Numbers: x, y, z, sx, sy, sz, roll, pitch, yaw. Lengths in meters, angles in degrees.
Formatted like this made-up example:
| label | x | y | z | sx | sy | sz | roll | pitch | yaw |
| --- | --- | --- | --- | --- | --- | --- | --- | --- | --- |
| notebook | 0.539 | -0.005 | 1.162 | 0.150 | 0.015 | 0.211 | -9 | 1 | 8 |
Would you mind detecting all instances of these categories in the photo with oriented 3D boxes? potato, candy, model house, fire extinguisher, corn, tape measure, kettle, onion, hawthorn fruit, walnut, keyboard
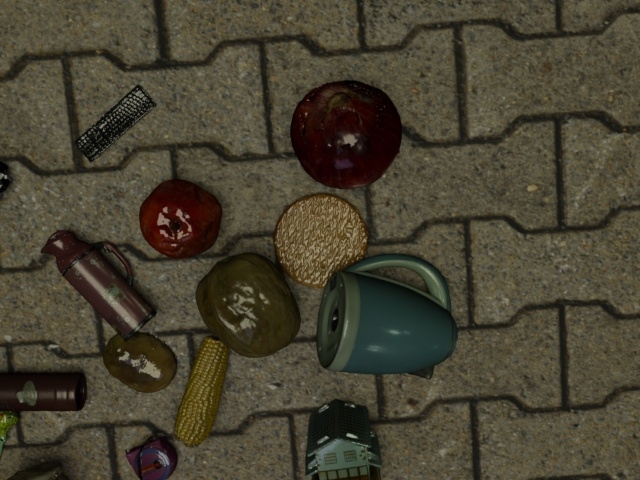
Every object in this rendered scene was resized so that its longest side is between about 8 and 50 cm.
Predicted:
| label | x | y | z | sx | sy | sz | roll | pitch | yaw |
| --- | --- | --- | --- | --- | --- | --- | --- | --- | --- |
| potato | -0.482 | 0.327 | 1.916 | 0.200 | 0.081 | 0.164 | 27 | 97 | -6 |
| candy | -0.871 | 0.542 | 1.971 | 0.062 | 0.058 | 0.194 | 6 | 112 | -33 |
| model house | 0.059 | 0.559 | 1.883 | 0.198 | 0.224 | 0.215 | -6 | 103 | 3 |
| fire extinguisher | -0.807 | 0.411 | 1.900 | 0.344 | 0.138 | 0.102 | 0 | 120 | -1 |
| corn | -0.309 | 0.400 | 1.915 | 0.106 | 0.106 | 0.305 | 18 | 96 | -3 |
| tape measure | -0.453 | 0.596 | 1.961 | 0.118 | 0.074 | 0.125 | -24 | 93 | 9 |
| kettle | 0.189 | 0.186 | 1.831 | 0.342 | 0.247 | 0.319 | 9 | 76 | -14 |
| onion | 0.061 | -0.257 | 1.746 | 0.276 | 0.276 | 0.276 | 0 | 99 | 0 |
| hawthorn fruit | -0.352 | -0.045 | 1.774 | 0.207 | 0.243 | 0.207 | 0 | 100 | -2 |
| walnut | -0.179 | 0.166 | 1.811 | 0.227 | 0.283 | 0.283 | -33 | 99 | 34 |
| keyboard | -0.528 | -0.299 | 1.844 | 0.231 | 0.023 | 0.072 | -40 | 95 | 6 |

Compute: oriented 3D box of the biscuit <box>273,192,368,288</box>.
| label | x | y | z | sx | sy | sz | roll | pitch | yaw |
| --- | --- | --- | --- | --- | --- | --- | --- | --- | --- |
| biscuit | 0.000 | 0.000 | 1.883 | 0.254 | 0.035 | 0.254 | 0 | 100 | 0 |

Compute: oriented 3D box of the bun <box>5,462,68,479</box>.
| label | x | y | z | sx | sy | sz | roll | pitch | yaw |
| --- | --- | --- | --- | --- | --- | --- | --- | --- | --- |
| bun | -0.748 | 0.724 | 1.919 | 0.282 | 0.205 | 0.281 | -1 | 95 | -14 |

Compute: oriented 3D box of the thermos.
| label | x | y | z | sx | sy | sz | roll | pitch | yaw |
| --- | --- | --- | --- | --- | --- | --- | --- | --- | --- |
| thermos | -0.566 | 0.096 | 1.859 | 0.136 | 0.109 | 0.330 | -42 | 94 | 6 |

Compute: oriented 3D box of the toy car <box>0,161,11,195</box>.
| label | x | y | z | sx | sy | sz | roll | pitch | yaw |
| --- | --- | --- | --- | --- | --- | --- | --- | --- | --- |
| toy car | -0.857 | -0.126 | 1.847 | 0.080 | 0.070 | 0.170 | 33 | 99 | -5 |
